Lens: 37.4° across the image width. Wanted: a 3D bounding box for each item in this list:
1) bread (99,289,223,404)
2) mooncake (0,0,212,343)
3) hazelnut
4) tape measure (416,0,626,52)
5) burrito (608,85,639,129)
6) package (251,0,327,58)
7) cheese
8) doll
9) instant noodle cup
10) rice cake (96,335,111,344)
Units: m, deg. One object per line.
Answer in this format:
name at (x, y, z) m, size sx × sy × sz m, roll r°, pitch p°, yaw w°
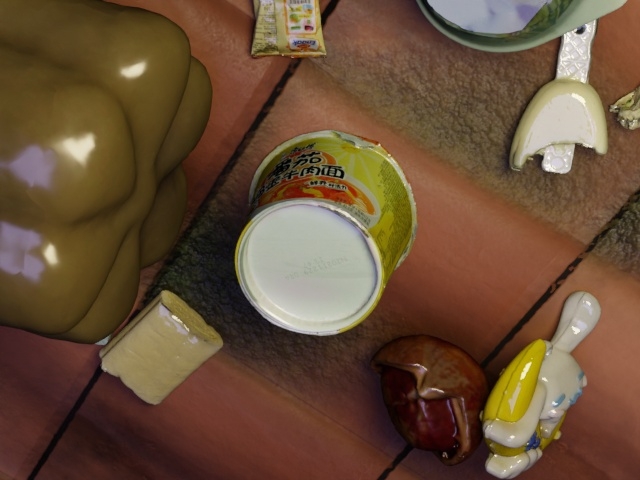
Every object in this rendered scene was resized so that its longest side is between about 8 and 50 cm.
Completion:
bread at (-0.262, 0.178, 1.540) m, size 0.139 × 0.060 × 0.178 m, roll 41°, pitch 115°, yaw -9°
mooncake at (-0.332, -0.091, 1.222) m, size 0.262 × 0.467 × 0.467 m, roll 21°, pitch 117°, yaw 5°
hazelnut at (0.163, 0.232, 1.424) m, size 0.202 × 0.160 × 0.170 m, roll 30°, pitch 136°, yaw 7°
tape measure at (0.230, -0.365, 1.138) m, size 0.262 × 0.138 × 0.259 m, roll -23°, pitch 102°, yaw 21°
burrito at (0.470, -0.227, 1.207) m, size 0.229 × 0.063 × 0.058 m, roll -42°, pitch 73°, yaw 26°
package at (-0.047, -0.304, 1.291) m, size 0.108 × 0.031 × 0.120 m, roll 3°, pitch 120°, yaw 11°
cheese at (0.328, -0.198, 1.255) m, size 0.127 × 0.050 × 0.235 m, roll 9°, pitch 107°, yaw 16°
doll at (0.317, 0.222, 1.370) m, size 0.111 × 0.252 × 0.237 m, roll 25°, pitch 132°, yaw 38°
instant noodle cup at (0.000, 0.000, 1.329) m, size 0.264 × 0.200 × 0.264 m, roll 5°, pitch 117°, yaw 9°
rice cake at (-0.370, 0.055, 1.513) m, size 0.042 × 0.045 × 0.245 m, roll -1°, pitch 115°, yaw 11°
